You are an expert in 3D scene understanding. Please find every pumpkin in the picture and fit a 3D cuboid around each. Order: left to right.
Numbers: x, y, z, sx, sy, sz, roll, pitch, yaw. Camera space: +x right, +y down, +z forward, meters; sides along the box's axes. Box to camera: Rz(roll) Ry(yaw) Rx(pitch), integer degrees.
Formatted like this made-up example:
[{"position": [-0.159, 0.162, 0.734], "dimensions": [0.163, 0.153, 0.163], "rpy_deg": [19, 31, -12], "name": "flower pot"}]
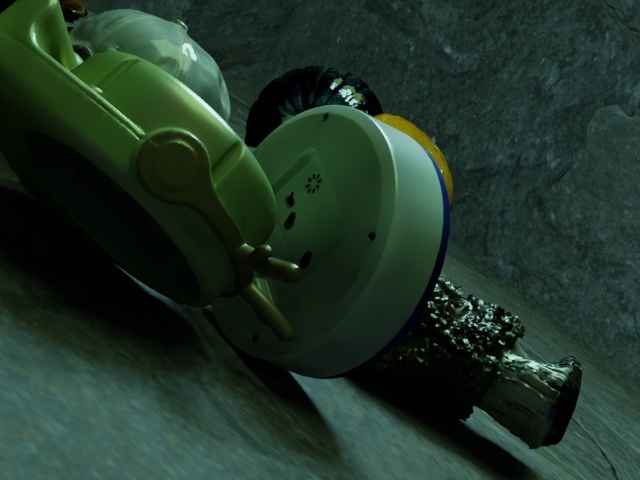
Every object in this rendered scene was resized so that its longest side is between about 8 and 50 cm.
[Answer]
[{"position": [-0.014, -0.171, 1.985], "dimensions": [0.248, 0.248, 0.248], "rpy_deg": [33, 8, -5], "name": "pumpkin"}]

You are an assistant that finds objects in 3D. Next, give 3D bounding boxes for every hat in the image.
[{"position": [-0.164, -0.104, 1.192], "dimensions": [0.232, 0.161, 0.275], "rpy_deg": [44, -23, 42], "name": "hat"}]

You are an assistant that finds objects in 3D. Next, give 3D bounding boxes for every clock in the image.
[{"position": [-0.131, -0.044, 0.939], "dimensions": [0.308, 0.096, 0.235], "rpy_deg": [37, -22, 14], "name": "clock"}, {"position": [0.000, 0.000, 1.029], "dimensions": [0.083, 0.230, 0.230], "rpy_deg": [23, 12, -38], "name": "clock"}]

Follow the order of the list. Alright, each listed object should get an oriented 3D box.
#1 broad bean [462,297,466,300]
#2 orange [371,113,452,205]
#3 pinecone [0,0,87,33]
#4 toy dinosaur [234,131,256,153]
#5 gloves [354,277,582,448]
[{"position": [0.222, 0.133, 1.828], "dimensions": [0.144, 0.049, 0.292], "rpy_deg": [38, 8, -18], "name": "broad bean"}, {"position": [0.083, -0.079, 1.824], "dimensions": [0.240, 0.240, 0.240], "rpy_deg": [33, 8, -5], "name": "orange"}, {"position": [-0.361, -0.278, 1.357], "dimensions": [0.221, 0.221, 0.221], "rpy_deg": [33, 8, -5], "name": "pinecone"}, {"position": [-0.135, -0.110, 1.601], "dimensions": [0.147, 0.076, 0.363], "rpy_deg": [29, -9, -4], "name": "toy dinosaur"}, {"position": [0.124, 0.105, 1.239], "dimensions": [0.312, 0.135, 0.210], "rpy_deg": [35, 7, 13], "name": "gloves"}]
